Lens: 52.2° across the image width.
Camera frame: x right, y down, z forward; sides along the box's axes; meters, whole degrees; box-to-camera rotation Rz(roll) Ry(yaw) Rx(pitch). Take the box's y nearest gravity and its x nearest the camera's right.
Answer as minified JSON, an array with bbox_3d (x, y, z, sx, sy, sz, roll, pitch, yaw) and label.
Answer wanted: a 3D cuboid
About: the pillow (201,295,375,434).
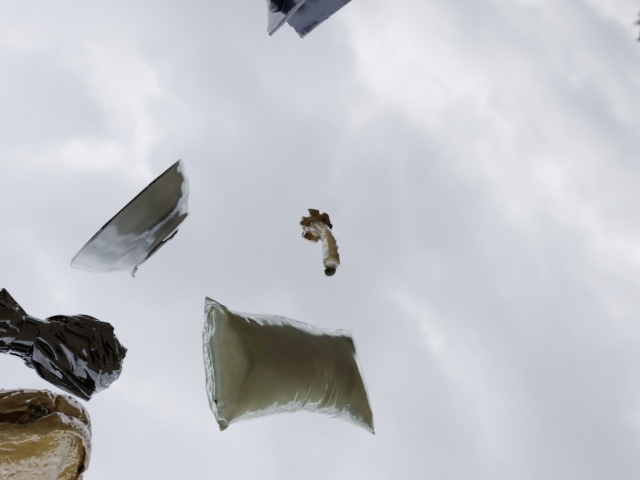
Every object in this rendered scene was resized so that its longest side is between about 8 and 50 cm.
[{"bbox_3d":[-0.030,0.151,0.747,0.254,0.078,0.144,20,-140,-46],"label":"pillow"}]

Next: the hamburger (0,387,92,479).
[{"bbox_3d":[-0.468,0.332,1.002,0.146,0.243,0.286,54,180,44],"label":"hamburger"}]

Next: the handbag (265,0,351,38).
[{"bbox_3d":[-0.057,-0.508,1.035,0.119,0.269,0.325,-11,-94,-34],"label":"handbag"}]

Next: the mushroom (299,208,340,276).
[{"bbox_3d":[0.000,0.000,1.153,0.061,0.060,0.187,23,-160,-21],"label":"mushroom"}]

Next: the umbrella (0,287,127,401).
[{"bbox_3d":[-0.437,0.122,0.906,0.340,0.118,0.118,25,-136,-19],"label":"umbrella"}]

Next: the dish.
[{"bbox_3d":[-0.355,-0.023,1.328,0.106,0.316,0.316,44,-141,-8],"label":"dish"}]
